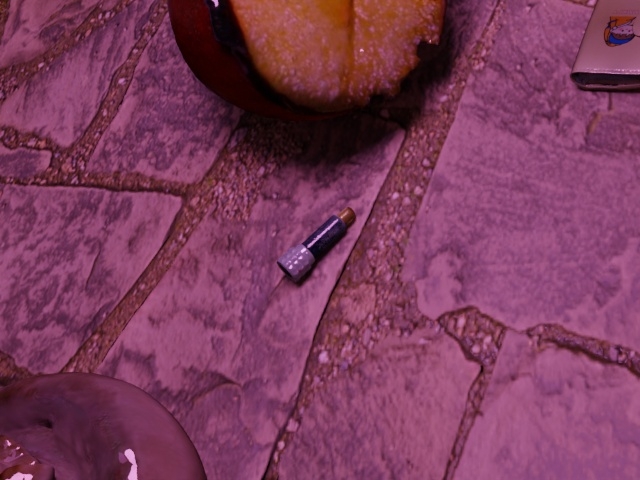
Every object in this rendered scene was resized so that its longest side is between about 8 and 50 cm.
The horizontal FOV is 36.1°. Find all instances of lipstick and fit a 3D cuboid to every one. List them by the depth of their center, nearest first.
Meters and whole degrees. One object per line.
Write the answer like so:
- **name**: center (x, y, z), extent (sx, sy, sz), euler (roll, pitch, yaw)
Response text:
- **lipstick**: center (0.000, 0.000, 1.195), extent (0.116, 0.037, 0.037), euler (-42, 49, -11)

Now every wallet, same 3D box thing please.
- **wallet**: center (0.373, -0.248, 1.177), extent (0.110, 0.039, 0.155), euler (7, 60, 35)

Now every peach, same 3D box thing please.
- **peach**: center (-0.025, -0.338, 1.261), extent (0.339, 0.353, 0.416), euler (12, 43, -18)

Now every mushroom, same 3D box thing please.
- **mushroom**: center (-0.289, 0.288, 0.961), extent (0.362, 0.294, 0.362), euler (-14, 50, 18)
